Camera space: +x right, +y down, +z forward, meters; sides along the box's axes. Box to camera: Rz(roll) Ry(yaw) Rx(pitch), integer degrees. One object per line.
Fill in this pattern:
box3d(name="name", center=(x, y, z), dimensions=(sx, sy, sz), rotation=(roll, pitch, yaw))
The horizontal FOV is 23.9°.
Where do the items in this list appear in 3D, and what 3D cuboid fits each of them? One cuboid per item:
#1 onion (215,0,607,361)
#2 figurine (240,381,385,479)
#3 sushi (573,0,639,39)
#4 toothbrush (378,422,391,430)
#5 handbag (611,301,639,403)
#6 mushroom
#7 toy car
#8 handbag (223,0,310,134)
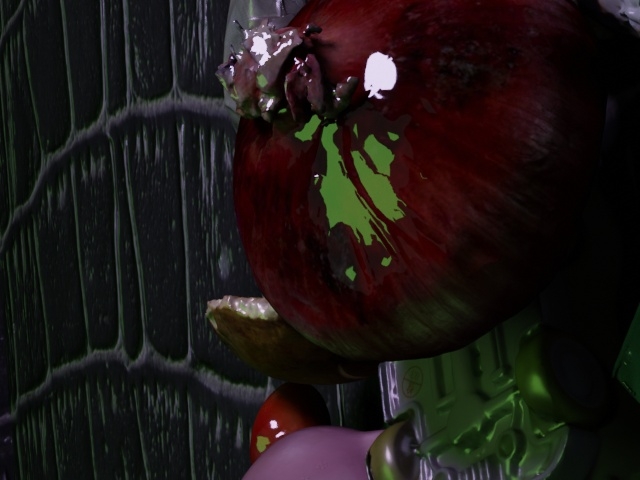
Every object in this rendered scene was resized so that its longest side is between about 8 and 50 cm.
box3d(name="onion", center=(0.045, -0.086, 1.176), dimensions=(0.347, 0.285, 0.347), rotation=(-26, 52, 39))
box3d(name="figurine", center=(-0.006, 0.314, 1.631), dimensions=(0.261, 0.211, 0.269), rotation=(7, 108, 51))
box3d(name="sushi", center=(0.252, -0.217, 1.207), dimensions=(0.332, 0.124, 0.130), rotation=(-158, 67, -63))
box3d(name="toothbrush", center=(0.091, 0.184, 1.671), dimensions=(0.035, 0.042, 0.413), rotation=(34, 132, 12))
box3d(name="handbag", center=(0.305, 0.119, 1.062), dimensions=(0.229, 0.062, 0.179), rotation=(56, 144, 42))
box3d(name="mushroom", center=(0.023, 0.022, 1.624), dimensions=(0.208, 0.233, 0.301), rotation=(31, 98, 28))
box3d(name="toy car", center=(0.183, 0.110, 1.334), dimensions=(0.242, 0.226, 0.336), rotation=(-39, 41, 38))
box3d(name="handbag", center=(-0.054, -0.219, 1.811), dimensions=(0.182, 0.117, 0.270), rotation=(180, 86, -76))
